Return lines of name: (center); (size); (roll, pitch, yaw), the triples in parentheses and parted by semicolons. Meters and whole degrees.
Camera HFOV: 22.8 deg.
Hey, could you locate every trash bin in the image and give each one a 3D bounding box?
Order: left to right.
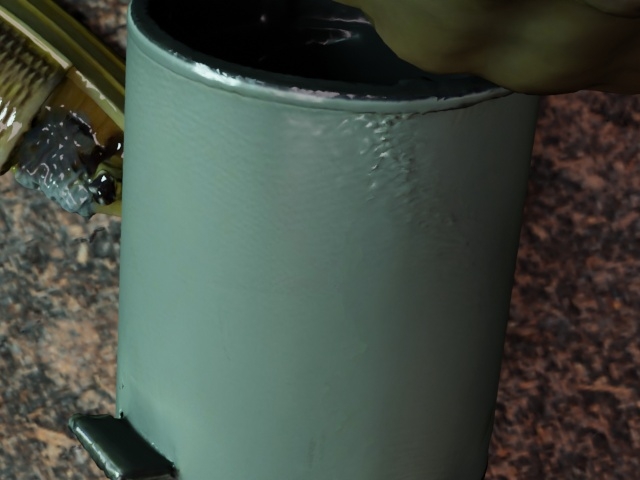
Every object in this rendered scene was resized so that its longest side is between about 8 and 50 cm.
trash bin: (0.000, 0.000, 0.857); (0.217, 0.277, 0.263); (36, 131, 45)

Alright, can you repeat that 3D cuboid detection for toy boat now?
toy boat: (-0.208, -0.108, 0.931); (0.310, 0.115, 0.089); (38, 116, -4)

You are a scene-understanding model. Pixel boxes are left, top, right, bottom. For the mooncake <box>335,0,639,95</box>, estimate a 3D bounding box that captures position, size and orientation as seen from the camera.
mooncake: (0.118, -0.231, 0.682); (0.324, 0.187, 0.324); (2, 78, -9)
